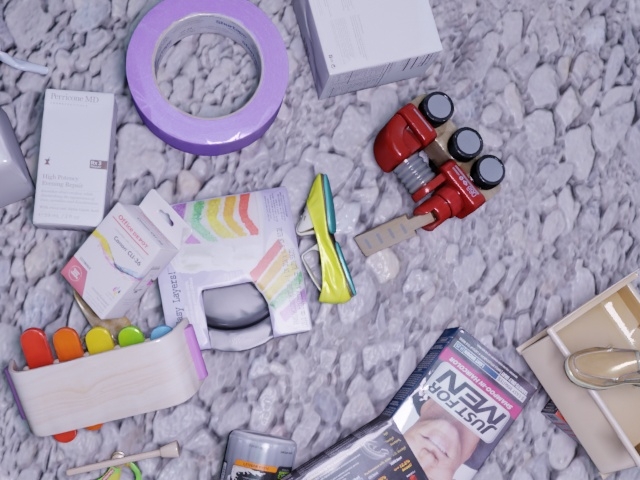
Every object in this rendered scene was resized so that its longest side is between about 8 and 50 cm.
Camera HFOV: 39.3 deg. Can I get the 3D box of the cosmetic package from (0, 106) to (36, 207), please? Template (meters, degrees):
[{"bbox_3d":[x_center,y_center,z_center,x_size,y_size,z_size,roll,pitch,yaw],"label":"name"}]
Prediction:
[{"bbox_3d":[-0.703,-0.084,1.391,0.453,0.230,0.161,-22,85,-11],"label":"cosmetic package"}]

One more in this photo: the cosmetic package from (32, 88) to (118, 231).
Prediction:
[{"bbox_3d":[-0.410,-0.133,1.509,0.117,0.085,0.231,3,83,-7],"label":"cosmetic package"}]

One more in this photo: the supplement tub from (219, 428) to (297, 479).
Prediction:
[{"bbox_3d":[-0.110,0.410,1.455,0.117,0.117,0.190,11,81,-6],"label":"supplement tub"}]

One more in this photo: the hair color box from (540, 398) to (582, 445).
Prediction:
[{"bbox_3d":[0.462,0.329,1.563,0.141,0.072,0.043,39,79,-1],"label":"hair color box"}]

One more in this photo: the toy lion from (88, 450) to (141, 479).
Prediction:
[{"bbox_3d":[-0.332,0.412,1.471,0.096,0.034,0.100,44,79,-7],"label":"toy lion"}]

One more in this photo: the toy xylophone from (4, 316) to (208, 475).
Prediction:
[{"bbox_3d":[-0.342,0.247,1.435,0.323,0.081,0.236,-6,107,-1],"label":"toy xylophone"}]

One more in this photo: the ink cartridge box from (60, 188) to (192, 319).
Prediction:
[{"bbox_3d":[-0.315,0.019,1.461,0.115,0.067,0.198,44,101,16],"label":"ink cartridge box"}]

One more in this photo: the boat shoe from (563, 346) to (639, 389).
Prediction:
[{"bbox_3d":[0.474,0.192,1.400,0.190,0.072,0.068,1,66,-21],"label":"boat shoe"}]

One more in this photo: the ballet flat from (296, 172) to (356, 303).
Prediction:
[{"bbox_3d":[0.000,0.000,1.553,0.077,0.077,0.230,-14,86,8],"label":"ballet flat"}]

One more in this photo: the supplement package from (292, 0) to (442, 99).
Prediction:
[{"bbox_3d":[0.077,-0.377,1.572,0.203,0.149,0.194,-14,84,-9],"label":"supplement package"}]

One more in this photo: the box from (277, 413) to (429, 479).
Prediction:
[{"bbox_3d":[0.037,0.451,1.378,0.307,0.076,0.242,-31,90,-12],"label":"box"}]

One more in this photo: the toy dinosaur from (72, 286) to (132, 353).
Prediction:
[{"bbox_3d":[-0.363,0.155,1.500,0.183,0.053,0.092,37,65,-4],"label":"toy dinosaur"}]

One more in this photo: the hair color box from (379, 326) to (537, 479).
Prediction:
[{"bbox_3d":[0.187,0.332,1.511,0.174,0.105,0.347,39,80,0],"label":"hair color box"}]

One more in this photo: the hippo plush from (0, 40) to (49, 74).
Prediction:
[{"bbox_3d":[-0.635,-0.357,1.432,0.234,0.236,0.294,-37,88,-11],"label":"hippo plush"}]

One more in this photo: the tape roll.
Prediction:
[{"bbox_3d":[-0.195,-0.289,1.557,0.275,0.090,0.274,1,81,-8],"label":"tape roll"}]

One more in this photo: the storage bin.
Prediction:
[{"bbox_3d":[0.516,0.220,1.516,0.260,0.123,0.262,-27,78,-28],"label":"storage bin"}]

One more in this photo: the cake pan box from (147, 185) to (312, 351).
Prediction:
[{"bbox_3d":[-0.155,0.057,1.525,0.246,0.070,0.266,-8,83,-6],"label":"cake pan box"}]

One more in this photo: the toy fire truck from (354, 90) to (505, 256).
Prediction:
[{"bbox_3d":[0.156,-0.101,1.561,0.246,0.158,0.217,-38,89,-21],"label":"toy fire truck"}]
